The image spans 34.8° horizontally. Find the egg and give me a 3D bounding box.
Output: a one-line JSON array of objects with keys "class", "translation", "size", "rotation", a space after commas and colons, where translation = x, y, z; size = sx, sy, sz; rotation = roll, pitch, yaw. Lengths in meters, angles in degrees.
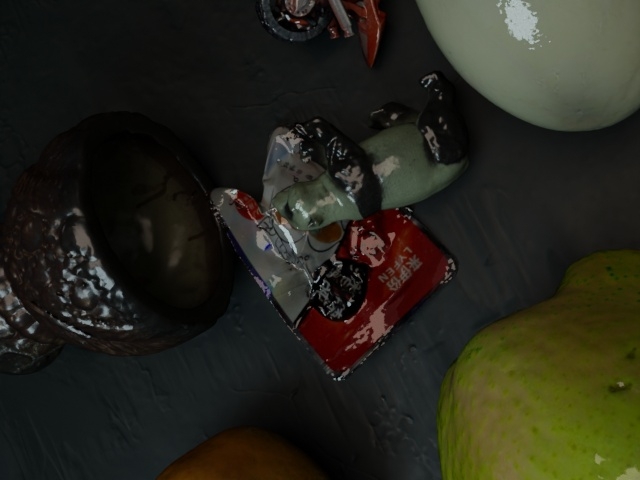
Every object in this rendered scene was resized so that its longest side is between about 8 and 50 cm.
[{"class": "egg", "translation": [0.219, -0.273, 0.964], "size": [0.283, 0.283, 0.345], "rotation": [-9, 89, 19]}]

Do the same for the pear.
[{"class": "pear", "translation": [0.277, 0.194, 0.902], "size": [0.391, 0.391, 0.391], "rotation": [0, 89, 19]}]

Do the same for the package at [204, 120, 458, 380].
[{"class": "package", "translation": [0.000, 0.000, 1.151], "size": [0.269, 0.071, 0.194], "rotation": [45, 97, 6]}]

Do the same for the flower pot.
[{"class": "flower pot", "translation": [-0.275, 0.022, 1.151], "size": [0.267, 0.266, 0.267], "rotation": [-24, 81, 26]}]

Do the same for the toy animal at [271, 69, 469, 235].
[{"class": "toy animal", "translation": [0.053, -0.083, 1.096], "size": [0.225, 0.094, 0.121], "rotation": [-23, 80, -8]}]

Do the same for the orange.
[{"class": "orange", "translation": [-0.069, 0.324, 1.106], "size": [0.249, 0.183, 0.249], "rotation": [9, 107, 30]}]

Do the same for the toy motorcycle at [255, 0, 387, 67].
[{"class": "toy motorcycle", "translation": [0.031, -0.350, 1.108], "size": [0.171, 0.089, 0.298], "rotation": [12, 98, -20]}]
